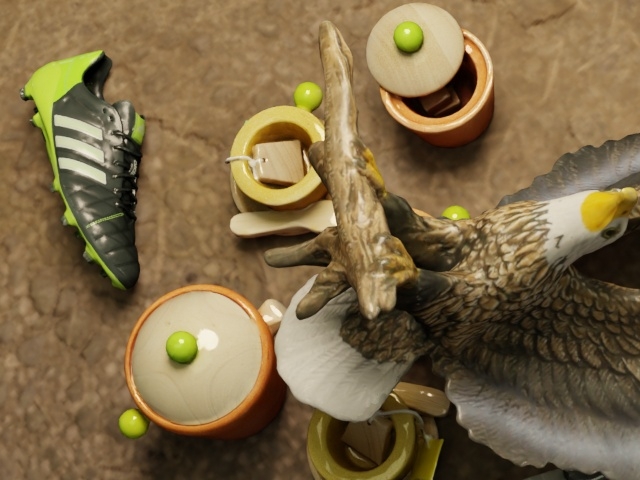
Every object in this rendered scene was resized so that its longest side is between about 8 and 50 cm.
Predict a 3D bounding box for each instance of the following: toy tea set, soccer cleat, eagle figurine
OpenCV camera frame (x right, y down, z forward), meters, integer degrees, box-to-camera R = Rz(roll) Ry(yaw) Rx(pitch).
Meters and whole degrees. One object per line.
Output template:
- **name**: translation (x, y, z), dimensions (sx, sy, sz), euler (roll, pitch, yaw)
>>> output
- **toy tea set**: translation (0.000, 0.000, 1.189), dimensions (0.200, 0.124, 0.336), euler (10, 77, 17)
- **soccer cleat**: translation (-0.148, -0.052, 1.281), dimensions (0.072, 0.060, 0.179), euler (-24, 66, 5)
- **eagle figurine**: translation (0.136, 0.017, 1.081), dimensions (0.225, 0.298, 0.226), euler (24, 102, 60)

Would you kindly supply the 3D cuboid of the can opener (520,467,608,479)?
- **can opener**: translation (0.175, 0.156, 1.121), dimensions (0.280, 0.093, 0.074), euler (-22, 68, 2)
